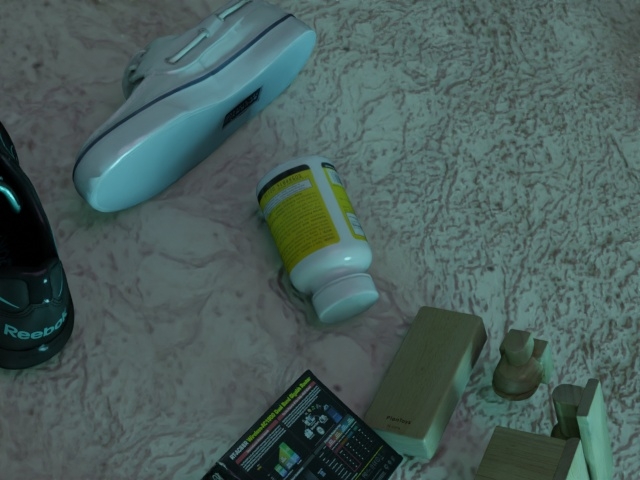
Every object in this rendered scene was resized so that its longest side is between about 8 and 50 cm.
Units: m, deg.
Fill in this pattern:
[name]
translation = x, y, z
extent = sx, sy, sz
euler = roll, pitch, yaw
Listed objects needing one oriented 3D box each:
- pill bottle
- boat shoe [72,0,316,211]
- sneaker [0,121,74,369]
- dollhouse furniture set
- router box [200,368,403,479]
[pill bottle]
translation = 0.000, 0.000, 0.879
extent = 0.065, 0.065, 0.116
euler = -12, 65, -24
[boat shoe]
translation = -0.109, -0.113, 0.903
extent = 0.084, 0.095, 0.258
euler = 38, 46, 11
[sneaker]
translation = -0.238, -0.045, 0.804
extent = 0.101, 0.106, 0.267
euler = -25, 69, -27
[dollhouse furniture set]
translation = 0.128, 0.151, 0.856
extent = 0.151, 0.123, 0.144
euler = 9, 50, 29
[router box]
translation = -0.012, 0.153, 0.777
extent = 0.092, 0.038, 0.122
euler = 44, 37, 5
